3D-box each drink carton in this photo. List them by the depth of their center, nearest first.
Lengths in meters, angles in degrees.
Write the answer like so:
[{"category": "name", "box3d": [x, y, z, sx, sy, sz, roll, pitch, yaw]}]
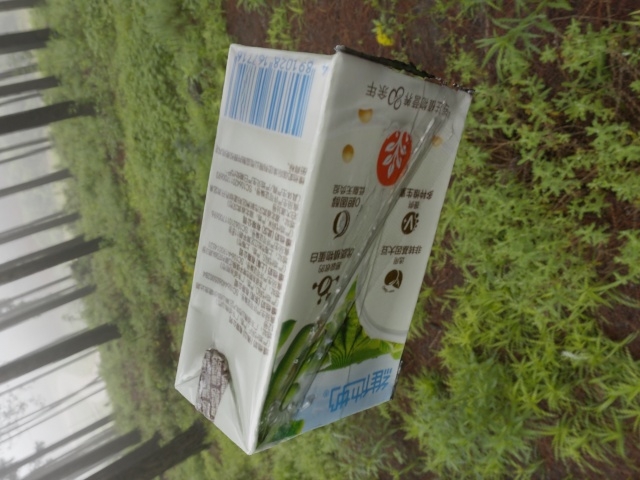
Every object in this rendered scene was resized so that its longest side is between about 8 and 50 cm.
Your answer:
[{"category": "drink carton", "box3d": [0.000, -0.001, 0.499, 0.132, 0.194, 0.324, 24, 107, 42]}]
